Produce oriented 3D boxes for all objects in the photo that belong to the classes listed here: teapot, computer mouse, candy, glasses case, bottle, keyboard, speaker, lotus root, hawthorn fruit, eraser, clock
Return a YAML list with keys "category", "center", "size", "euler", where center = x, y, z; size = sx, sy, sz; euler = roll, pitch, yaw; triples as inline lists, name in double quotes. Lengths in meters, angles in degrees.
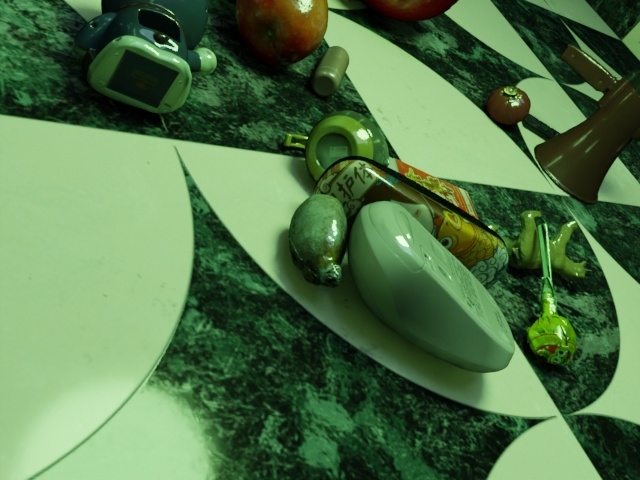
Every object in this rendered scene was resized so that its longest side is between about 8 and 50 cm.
- category: "teapot"
  center: [0.028, -0.139, 1.262]
  size: [0.165, 0.130, 0.119]
  euler: [17, 10, 22]
- category: "computer mouse"
  center: [0.139, 0.078, 1.109]
  size: [0.297, 0.121, 0.184]
  euler: [43, 17, -26]
- category: "candy"
  center: [0.376, 0.084, 1.336]
  size: [0.077, 0.073, 0.262]
  euler: [35, 46, -38]
- category: "glasses case"
  center: [0.136, -0.016, 1.206]
  size: [0.321, 0.122, 0.082]
  euler: [28, 35, -17]
- category: "bottle"
  center: [0.019, -0.315, 1.498]
  size: [0.053, 0.053, 0.140]
  euler: [34, 34, -10]
- category: "keyboard"
  center: [0.577, -0.261, 2.017]
  size: [0.196, 0.015, 0.074]
  euler: [27, 36, -18]
- category: "speaker"
  center: [0.640, -0.289, 1.852]
  size: [0.198, 0.329, 0.259]
  euler: [6, 40, -40]
- category: "lotus root"
  center: [-0.003, -0.001, 1.086]
  size: [0.088, 0.088, 0.165]
  euler: [26, 38, -21]
- category: "hawthorn fruit"
  center: [-0.065, -0.386, 1.403]
  size: [0.173, 0.173, 0.173]
  euler: [26, 36, -21]
- category: "eraser"
  center: [0.175, -0.059, 1.372]
  size: [0.230, 0.038, 0.157]
  euler: [20, 39, -29]
- category: "clock"
  center: [-0.238, -0.298, 1.154]
  size: [0.199, 0.146, 0.243]
  euler: [18, 47, -23]

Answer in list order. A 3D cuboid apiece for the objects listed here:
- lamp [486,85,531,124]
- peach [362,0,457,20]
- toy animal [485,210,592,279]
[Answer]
- category: "lamp"
  center: [0.435, -0.313, 1.872]
  size: [0.101, 0.090, 0.101]
  euler: [-1, 51, 1]
- category: "peach"
  center: [0.184, -0.683, 1.855]
  size: [0.335, 0.310, 0.406]
  euler: [60, 24, -49]
- category: "toy animal"
  center: [0.400, 0.018, 1.470]
  size: [0.218, 0.103, 0.101]
  euler: [11, 59, -39]
